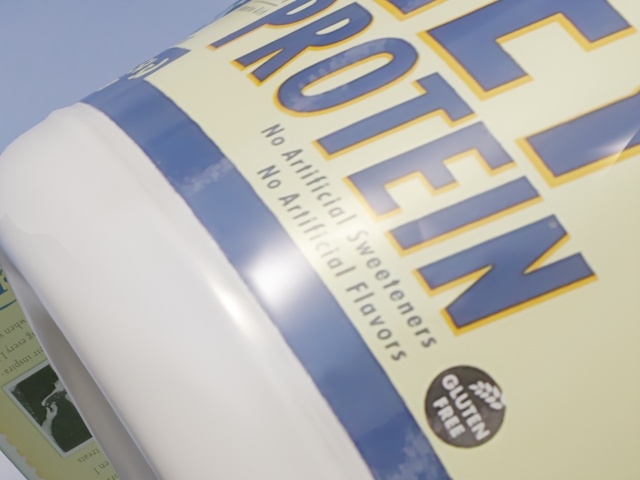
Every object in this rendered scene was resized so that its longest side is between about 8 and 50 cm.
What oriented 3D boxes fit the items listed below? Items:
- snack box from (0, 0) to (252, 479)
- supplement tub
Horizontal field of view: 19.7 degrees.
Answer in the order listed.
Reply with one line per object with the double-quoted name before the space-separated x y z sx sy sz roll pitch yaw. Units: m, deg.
"snack box" 0.000 0.000 0.721 0.322 0.060 0.187 -32 -73 21
"supplement tub" 0.100 0.001 0.507 0.325 0.235 0.235 -32 -21 -12
